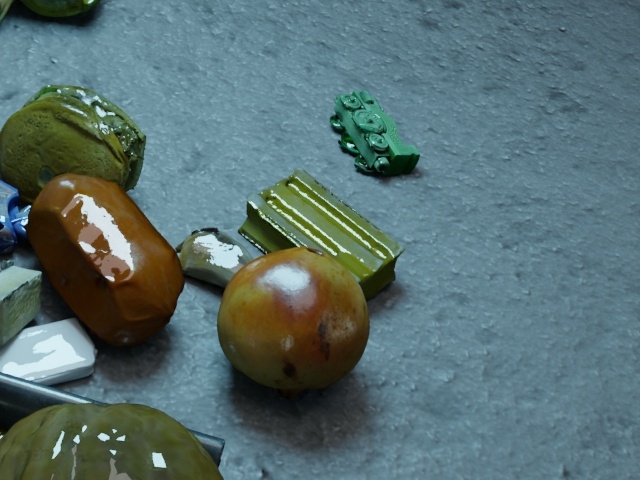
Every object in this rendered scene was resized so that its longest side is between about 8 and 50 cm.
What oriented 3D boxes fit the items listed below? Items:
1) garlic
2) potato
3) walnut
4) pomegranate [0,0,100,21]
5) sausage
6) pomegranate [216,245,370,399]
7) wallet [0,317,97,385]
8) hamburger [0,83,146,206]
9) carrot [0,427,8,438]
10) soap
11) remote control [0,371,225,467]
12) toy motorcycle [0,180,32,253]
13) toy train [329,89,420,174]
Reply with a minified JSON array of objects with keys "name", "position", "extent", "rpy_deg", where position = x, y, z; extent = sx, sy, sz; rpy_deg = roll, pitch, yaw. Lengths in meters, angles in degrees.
[{"name":"garlic","position":[-0.142,0.035,1.789],"extent":[0.152,0.066,0.084],"rpy_deg":[22,71,8]},{"name":"potato","position":[-0.416,0.081,1.605],"extent":[0.061,0.086,0.122],"rpy_deg":[13,22,11]},{"name":"walnut","position":[-0.241,0.331,1.300],"extent":[0.333,0.333,0.332],"rpy_deg":[10,44,-10]},{"name":"pomegranate","position":[-0.494,-0.470,2.072],"extent":[0.302,0.236,0.236],"rpy_deg":[-39,64,-12]},{"name":"sausage","position":[-0.298,0.021,1.668],"extent":[0.141,0.153,0.268],"rpy_deg":[-16,61,-48]},{"name":"pomegranate","position":[-0.042,0.105,1.652],"extent":[0.209,0.209,0.209],"rpy_deg":[10,44,-10]},{"name":"wallet","position":[-0.388,0.157,1.598],"extent":[0.190,0.033,0.095],"rpy_deg":[-10,52,-27]},{"name":"hamburger","position":[-0.370,-0.136,1.791],"extent":[0.215,0.189,0.122],"rpy_deg":[19,34,-1]},{"name":"carrot","position":[-0.368,0.259,1.478],"extent":[0.314,0.066,0.066],"rpy_deg":[14,44,-5]},{"name":"soap","position":[0.000,-0.001,1.858],"extent":[0.233,0.076,0.135],"rpy_deg":[39,47,21]},{"name":"remote control","position":[-0.307,0.227,1.501],"extent":[0.378,0.107,0.044],"rpy_deg":[17,47,-2]},{"name":"toy motorcycle","position":[-0.485,-0.044,1.741],"extent":[0.205,0.076,0.114],"rpy_deg":[27,51,10]},{"name":"toy train","position":[0.088,-0.185,2.077],"extent":[0.105,0.071,0.178],"rpy_deg":[-4,49,-33]}]
